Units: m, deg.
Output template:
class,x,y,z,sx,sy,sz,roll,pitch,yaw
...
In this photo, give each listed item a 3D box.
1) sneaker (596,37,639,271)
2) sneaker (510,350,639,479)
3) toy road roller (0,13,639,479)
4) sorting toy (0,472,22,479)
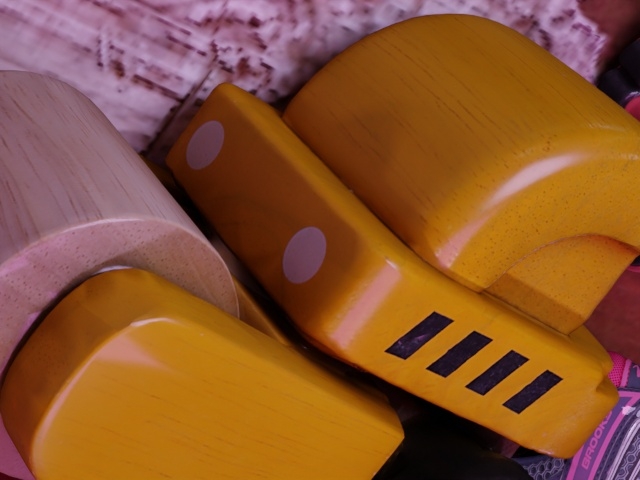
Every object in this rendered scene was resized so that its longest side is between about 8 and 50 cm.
class,x,y,z,sx,sy,sz,roll,pitch,yaw
sneaker,0.237,-0.116,0.767,0.136,0.116,0.314,0,135,-32
sneaker,0.090,0.168,0.941,0.299,0.121,0.112,-37,95,25
toy road roller,0.000,0.000,0.708,0.329,0.202,0.240,29,102,-41
sorting toy,-0.108,0.255,0.892,0.127,0.126,0.365,-47,137,-17
